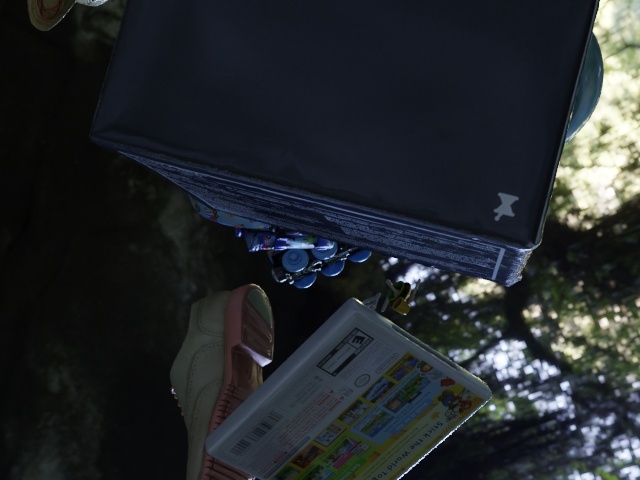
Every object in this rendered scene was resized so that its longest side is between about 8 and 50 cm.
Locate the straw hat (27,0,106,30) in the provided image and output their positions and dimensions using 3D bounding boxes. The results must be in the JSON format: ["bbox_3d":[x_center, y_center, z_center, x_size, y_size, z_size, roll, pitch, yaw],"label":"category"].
[{"bbox_3d":[-0.235,-0.272,0.969,0.061,0.144,0.144,14,-124,-41],"label":"straw hat"}]

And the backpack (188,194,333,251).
[{"bbox_3d":[-0.072,-0.063,1.071,0.173,0.117,0.158,-3,-148,-14],"label":"backpack"}]

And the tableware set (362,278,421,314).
[{"bbox_3d":[0.086,0.109,1.482,0.024,0.154,0.104,39,-124,-20],"label":"tableware set"}]

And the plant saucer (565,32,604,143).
[{"bbox_3d":[0.279,-0.246,1.507,0.317,0.317,0.044,47,-147,-20],"label":"plant saucer"}]

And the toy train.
[{"bbox_3d":[0.000,0.000,1.527,0.080,0.184,0.105,66,178,-55],"label":"toy train"}]

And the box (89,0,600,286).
[{"bbox_3d":[0.033,-0.094,0.731,0.294,0.296,0.183,35,-110,-80],"label":"box"}]

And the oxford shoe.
[{"bbox_3d":[-0.173,0.265,1.570,0.140,0.146,0.397,50,-141,-46],"label":"oxford shoe"}]

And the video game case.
[{"bbox_3d":[0.030,0.183,0.997,0.206,0.227,0.026,34,-160,-29],"label":"video game case"}]
